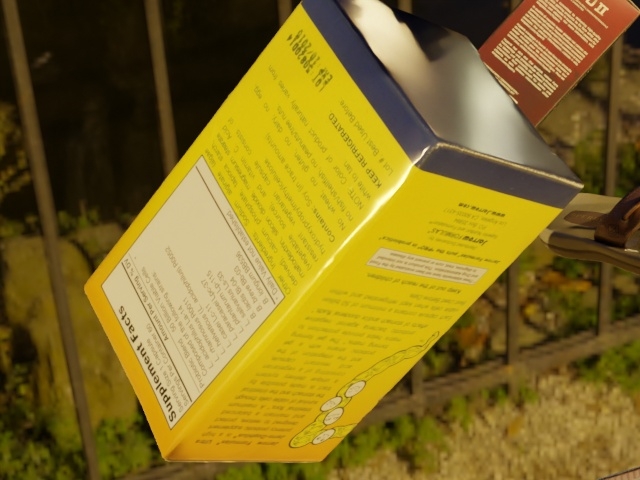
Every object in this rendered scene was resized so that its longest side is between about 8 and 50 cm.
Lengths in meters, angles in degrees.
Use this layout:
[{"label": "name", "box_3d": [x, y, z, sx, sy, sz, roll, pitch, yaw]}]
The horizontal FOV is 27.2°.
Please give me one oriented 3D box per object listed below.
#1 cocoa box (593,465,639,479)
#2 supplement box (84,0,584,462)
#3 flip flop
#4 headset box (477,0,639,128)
[{"label": "cocoa box", "box_3d": [0.233, 0.296, 0.628, 0.228, 0.231, 0.347, -22, 45, 22]}, {"label": "supplement box", "box_3d": [0.000, 0.000, 1.089, 0.195, 0.356, 0.194, 11, 38, -46]}, {"label": "flip flop", "box_3d": [0.311, -0.027, 1.257, 0.112, 0.080, 0.277, -30, 23, -28]}, {"label": "headset box", "box_3d": [0.246, -0.208, 1.541, 0.110, 0.293, 0.218, 42, 11, 1]}]
